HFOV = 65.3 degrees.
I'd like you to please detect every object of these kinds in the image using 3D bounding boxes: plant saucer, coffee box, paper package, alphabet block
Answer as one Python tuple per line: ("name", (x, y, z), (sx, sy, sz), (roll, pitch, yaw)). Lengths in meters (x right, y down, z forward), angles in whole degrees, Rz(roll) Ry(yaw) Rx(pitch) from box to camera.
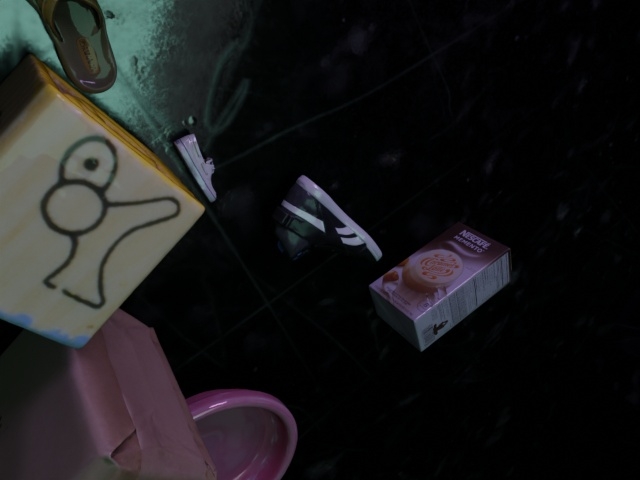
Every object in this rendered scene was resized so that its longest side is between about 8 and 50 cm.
("plant saucer", (-0.203, 0.394, 0.898), (0.332, 0.084, 0.332), (-16, 123, -27))
("coffee box", (0.240, 0.085, 0.996), (0.246, 0.141, 0.098), (-34, 130, -17))
("paper package", (-0.321, 0.275, 0.592), (0.325, 0.309, 0.168), (-48, 132, -1))
("alphabet block", (-0.275, -0.043, 0.519), (0.197, 0.193, 0.192), (-48, 134, -3))

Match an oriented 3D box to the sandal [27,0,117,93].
("sandal", (-0.260, -0.236, 0.513), (0.072, 0.049, 0.180), (-29, 129, -19))

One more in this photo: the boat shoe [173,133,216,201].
("boat shoe", (-0.160, -0.098, 0.677), (0.035, 0.035, 0.100), (-32, 123, -13))

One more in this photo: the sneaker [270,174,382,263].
("sneaker", (0.000, 0.000, 0.825), (0.121, 0.079, 0.217), (-47, 124, 1))
